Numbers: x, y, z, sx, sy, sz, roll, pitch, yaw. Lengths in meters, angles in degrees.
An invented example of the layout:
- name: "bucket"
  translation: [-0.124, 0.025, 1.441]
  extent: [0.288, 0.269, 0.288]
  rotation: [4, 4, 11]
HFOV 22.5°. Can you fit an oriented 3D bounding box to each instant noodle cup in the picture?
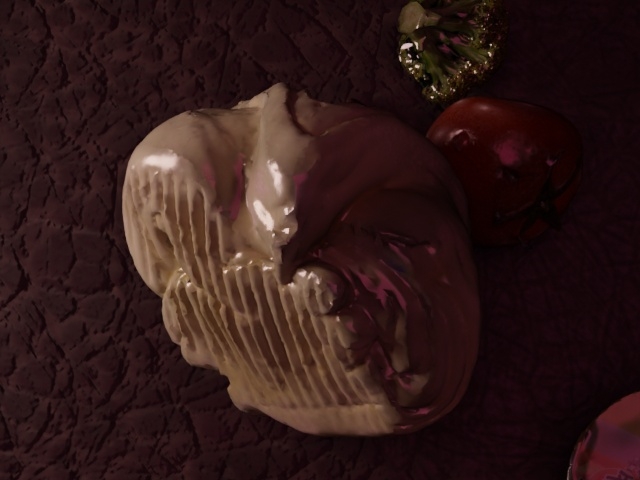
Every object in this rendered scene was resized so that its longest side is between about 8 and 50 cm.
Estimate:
- name: "instant noodle cup"
  translation: [0.325, 0.238, 1.556]
  extent: [0.205, 0.153, 0.205]
  rotation: [0, 85, 0]

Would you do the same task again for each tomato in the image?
- name: "tomato"
  translation: [0.175, -0.072, 1.597]
  extent: [0.167, 0.167, 0.167]
  rotation: [0, 84, 2]

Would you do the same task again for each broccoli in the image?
- name: "broccoli"
  translation: [0.131, -0.208, 1.625]
  extent: [0.131, 0.120, 0.130]
  rotation: [-46, 53, 30]

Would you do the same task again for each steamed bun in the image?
- name: "steamed bun"
  translation: [0.000, 0.000, 1.529]
  extent: [0.247, 0.352, 0.339]
  rotation: [-41, 117, -34]

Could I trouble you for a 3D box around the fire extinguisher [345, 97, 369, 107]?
- name: "fire extinguisher"
  translation: [0.061, -0.103, 1.658]
  extent: [0.100, 0.032, 0.046]
  rotation: [32, 75, 10]
